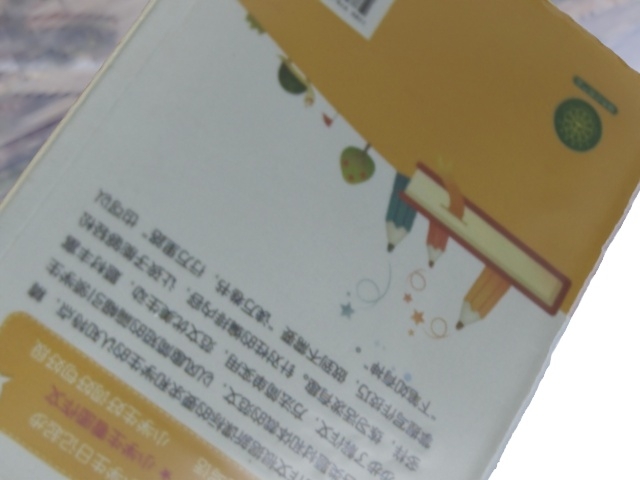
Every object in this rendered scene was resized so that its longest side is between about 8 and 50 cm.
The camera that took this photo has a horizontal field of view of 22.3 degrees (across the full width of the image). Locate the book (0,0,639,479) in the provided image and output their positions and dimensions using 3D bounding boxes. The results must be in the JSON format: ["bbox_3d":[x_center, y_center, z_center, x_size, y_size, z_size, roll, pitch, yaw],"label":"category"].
[{"bbox_3d":[0.000,0.000,0.606,0.295,0.208,0.020,-58,-167,-24],"label":"book"}]
